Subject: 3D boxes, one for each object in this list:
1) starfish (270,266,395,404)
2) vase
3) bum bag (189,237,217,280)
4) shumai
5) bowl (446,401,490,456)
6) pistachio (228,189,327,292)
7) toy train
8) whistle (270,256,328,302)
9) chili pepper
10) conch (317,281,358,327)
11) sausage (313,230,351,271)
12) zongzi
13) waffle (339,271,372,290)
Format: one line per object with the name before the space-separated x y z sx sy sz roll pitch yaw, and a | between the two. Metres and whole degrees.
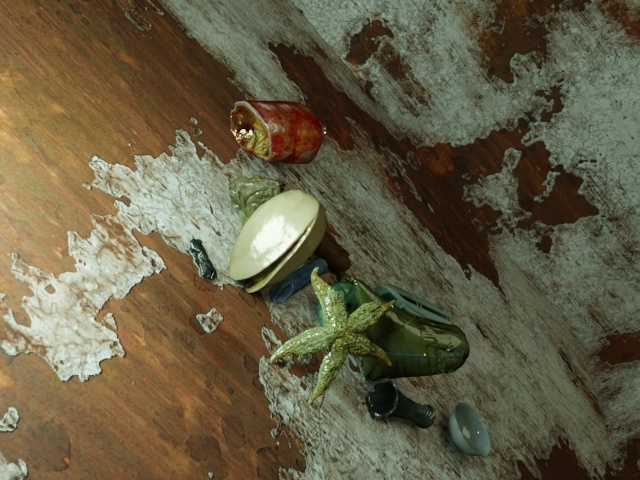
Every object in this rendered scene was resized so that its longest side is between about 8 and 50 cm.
starfish | 0.059 0.272 1.656 0.348 0.078 0.357 20 75 -21
vase | 0.255 0.508 1.871 0.237 0.116 0.115 34 33 -40
bum bag | -0.306 0.048 1.603 0.124 0.034 0.058 62 19 16
shumai | -0.189 -0.097 1.827 0.167 0.206 0.175 2 80 -16
bowl | 0.476 0.645 2.061 0.189 0.086 0.189 36 31 -26
pistachio | -0.115 0.004 1.689 0.193 0.318 0.214 40 -8 -26
toy train | 0.347 0.263 2.314 0.407 0.087 0.088 27 43 -40
whistle | -0.063 0.115 1.875 0.062 0.062 0.304 55 27 3
chili pepper | -0.164 -0.369 2.157 0.306 0.229 0.251 -15 73 -50
conch | 0.059 0.216 1.884 0.175 0.122 0.188 65 24 -22
sausage | -0.002 0.001 1.998 0.433 0.088 0.087 45 24 -49
zongzi | 0.264 0.243 1.815 0.160 0.323 0.360 -92 171 -61
waffle | 0.143 0.210 2.088 0.223 0.054 0.203 34 33 -34
